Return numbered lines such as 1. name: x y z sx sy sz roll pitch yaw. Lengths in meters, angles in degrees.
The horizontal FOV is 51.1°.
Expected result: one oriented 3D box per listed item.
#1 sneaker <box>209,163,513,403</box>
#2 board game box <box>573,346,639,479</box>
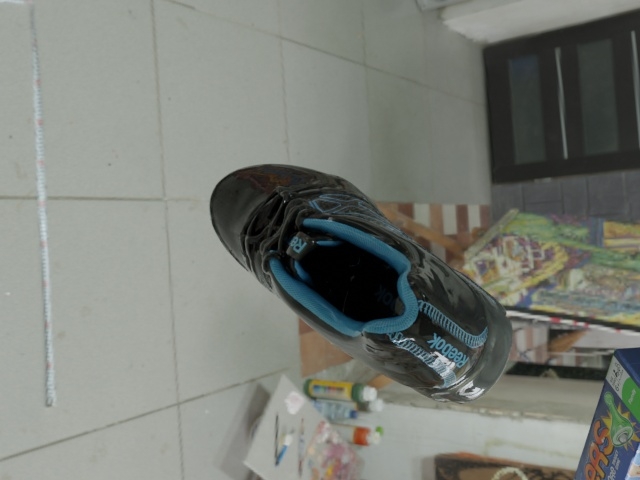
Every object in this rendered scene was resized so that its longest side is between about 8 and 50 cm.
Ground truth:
1. sneaker: 0.000 0.000 0.557 0.139 0.340 0.125 33 88 -48
2. board game box: 0.233 0.111 0.337 0.035 0.201 0.136 -105 -165 -59
